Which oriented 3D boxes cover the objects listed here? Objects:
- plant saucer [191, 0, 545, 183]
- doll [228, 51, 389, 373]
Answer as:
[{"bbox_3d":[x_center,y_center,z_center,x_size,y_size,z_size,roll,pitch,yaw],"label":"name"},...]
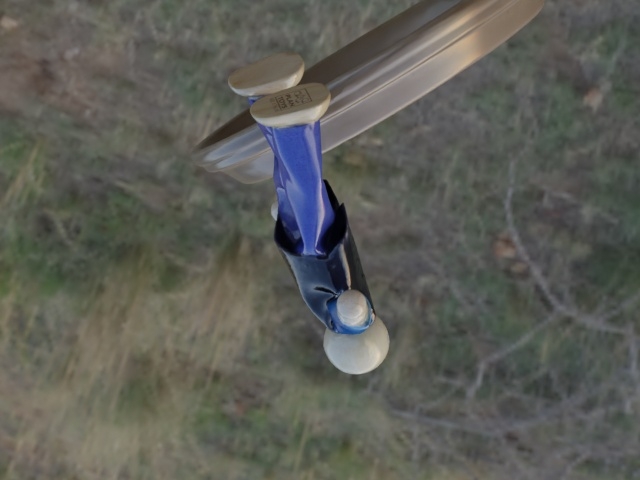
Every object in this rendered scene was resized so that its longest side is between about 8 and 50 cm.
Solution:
[{"bbox_3d":[0.039,-0.116,0.923,0.278,0.278,0.041,-22,104,48],"label":"plant saucer"},{"bbox_3d":[0.000,0.000,0.731,0.046,0.129,0.189,-22,126,-9],"label":"doll"}]
